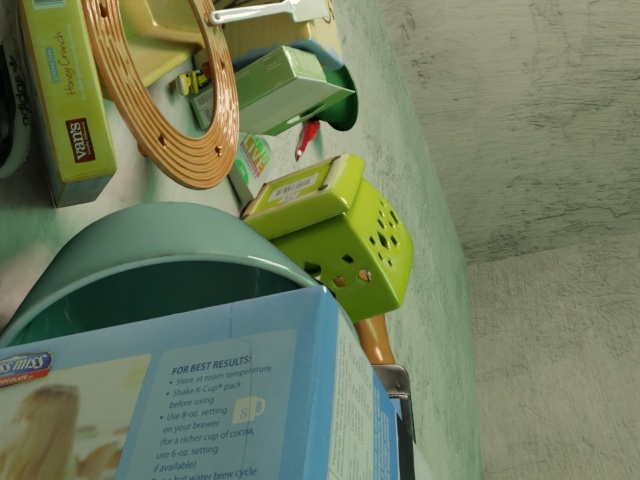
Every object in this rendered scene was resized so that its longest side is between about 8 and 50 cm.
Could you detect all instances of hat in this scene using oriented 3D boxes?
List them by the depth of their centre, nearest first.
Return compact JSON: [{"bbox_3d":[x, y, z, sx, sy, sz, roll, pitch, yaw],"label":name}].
[{"bbox_3d":[-0.036,-0.287,1.685,0.208,0.183,0.173,24,-49,57],"label":"hat"}]

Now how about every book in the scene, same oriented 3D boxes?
[{"bbox_3d":[-0.120,-0.135,1.299,0.144,0.035,0.096,-71,140,-58],"label":"book"}]

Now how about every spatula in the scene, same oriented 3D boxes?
[{"bbox_3d":[-0.087,-0.370,1.081,0.242,0.019,0.168,-26,103,-48],"label":"spatula"}]

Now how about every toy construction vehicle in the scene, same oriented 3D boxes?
[{"bbox_3d":[-0.195,-0.247,1.136,0.098,0.035,0.086,-64,149,-60],"label":"toy construction vehicle"}]

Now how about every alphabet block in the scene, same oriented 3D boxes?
[{"bbox_3d":[-0.092,-0.359,1.266,0.192,0.193,0.197,3,75,-74],"label":"alphabet block"}]

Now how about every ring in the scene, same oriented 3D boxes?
[{"bbox_3d":[-0.177,-0.219,0.899,0.336,0.032,0.337,-13,90,-73],"label":"ring"}]

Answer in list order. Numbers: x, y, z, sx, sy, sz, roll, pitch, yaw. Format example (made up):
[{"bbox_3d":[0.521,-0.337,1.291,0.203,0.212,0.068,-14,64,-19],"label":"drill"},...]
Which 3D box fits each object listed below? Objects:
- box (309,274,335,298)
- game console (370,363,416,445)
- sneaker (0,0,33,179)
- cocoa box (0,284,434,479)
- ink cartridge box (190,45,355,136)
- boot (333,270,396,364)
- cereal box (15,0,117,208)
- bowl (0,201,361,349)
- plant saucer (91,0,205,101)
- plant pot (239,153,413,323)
[{"bbox_3d":[-0.087,0.137,0.905,0.108,0.207,0.153,41,41,-64],"label":"box"},{"bbox_3d":[0.045,0.318,1.289,0.173,0.250,0.293,103,-15,-63],"label":"game console"},{"bbox_3d":[-0.310,-0.179,0.588,0.146,0.102,0.294,-42,118,-70],"label":"sneaker"},{"bbox_3d":[-0.123,0.207,0.499,0.231,0.347,0.228,-84,155,-45],"label":"cocoa box"},{"bbox_3d":[-0.066,-0.223,1.236,0.056,0.171,0.235,66,23,4],"label":"ink cartridge box"},{"bbox_3d":[0.086,0.165,1.606,0.283,0.109,0.220,-72,147,-63],"label":"boot"},{"bbox_3d":[-0.226,-0.124,0.699,0.240,0.047,0.173,175,-97,-71],"label":"cereal box"},{"bbox_3d":[-0.132,0.089,0.719,0.163,0.311,0.312,-112,177,-52],"label":"bowl"},{"bbox_3d":[-0.259,-0.342,0.907,0.333,0.080,0.333,-66,140,-63],"label":"plant saucer"},{"bbox_3d":[0.000,0.000,1.273,0.207,0.228,0.227,63,21,-20],"label":"plant pot"}]
